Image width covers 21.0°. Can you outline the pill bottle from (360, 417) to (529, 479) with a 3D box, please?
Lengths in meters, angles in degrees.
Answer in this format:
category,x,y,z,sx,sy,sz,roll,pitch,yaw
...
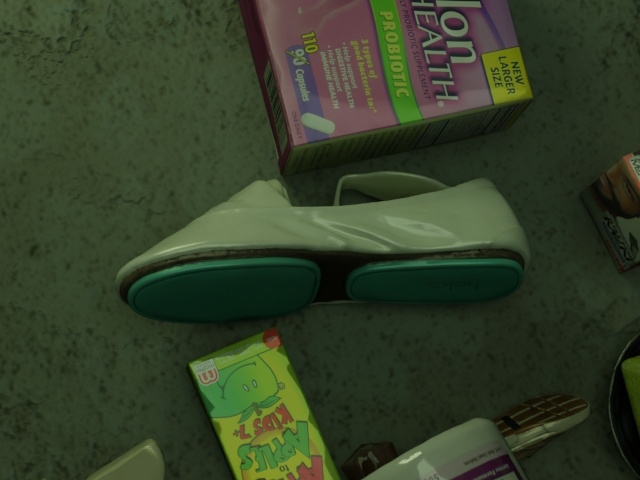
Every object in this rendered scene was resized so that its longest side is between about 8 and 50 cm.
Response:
category,x,y,z,sx,sy,sz,roll,pitch,yaw
pill bottle,0.153,0.323,1.516,0.169,0.169,0.301,-27,76,-11

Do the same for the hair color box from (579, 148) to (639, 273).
category,x,y,z,sx,sy,sz,roll,pitch,yaw
hair color box,0.309,-0.031,1.654,0.053,0.167,0.093,-24,82,-11

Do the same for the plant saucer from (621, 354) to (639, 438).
category,x,y,z,sx,sy,sz,roll,pitch,yaw
plant saucer,0.402,0.182,1.640,0.188,0.045,0.188,-13,85,-9

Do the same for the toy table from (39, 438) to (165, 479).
category,x,y,z,sx,sy,sz,roll,pitch,yaw
toy table,-0.214,0.308,1.502,0.274,0.252,0.161,-35,99,-14

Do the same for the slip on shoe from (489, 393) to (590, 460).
category,x,y,z,sx,sy,sz,roll,pitch,yaw
slip on shoe,0.198,0.188,1.665,0.135,0.051,0.041,-21,122,-18

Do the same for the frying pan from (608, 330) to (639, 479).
category,x,y,z,sx,sy,sz,roll,pitch,yaw
frying pan,0.365,0.101,1.691,0.197,0.053,0.326,-6,80,-8

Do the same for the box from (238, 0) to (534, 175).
category,x,y,z,sx,sy,sz,roll,pitch,yaw
box,0.058,-0.199,1.685,0.243,0.117,0.214,-12,80,-9

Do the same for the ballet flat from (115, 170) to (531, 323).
category,x,y,z,sx,sy,sz,roll,pitch,yaw
ballet flat,0.000,0.000,1.647,0.400,0.139,0.139,-3,79,-11

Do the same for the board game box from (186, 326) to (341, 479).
category,x,y,z,sx,sy,sz,roll,pitch,yaw
board game box,-0.050,0.184,1.634,0.092,0.043,0.181,-22,82,-10

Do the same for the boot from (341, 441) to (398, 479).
category,x,y,z,sx,sy,sz,roll,pitch,yaw
boot,0.088,0.233,1.646,0.106,0.037,0.114,-26,78,-13
